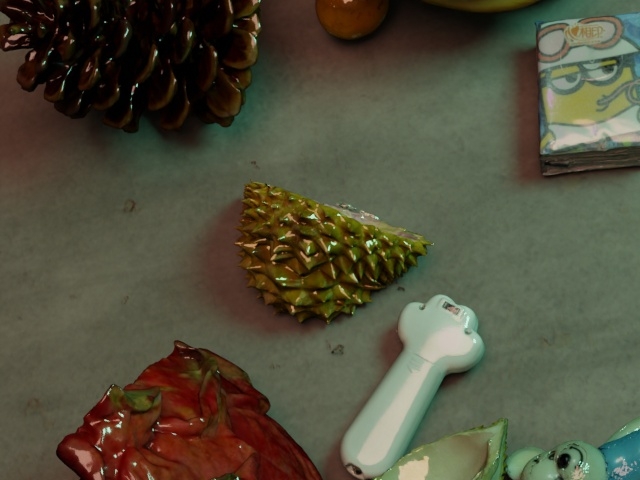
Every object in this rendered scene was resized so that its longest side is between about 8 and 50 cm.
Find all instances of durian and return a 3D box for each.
[{"bbox_3d":[-0.001,-0.002,2.008,0.182,0.165,0.132,41,47,-5],"label":"durian"},{"bbox_3d":[0.096,0.270,1.850,0.144,0.139,0.252,38,49,11],"label":"durian"}]

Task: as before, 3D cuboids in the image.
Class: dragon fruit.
[{"bbox_3d":[-0.082,0.211,1.829,0.286,0.329,0.228,28,71,22],"label":"dragon fruit"}]

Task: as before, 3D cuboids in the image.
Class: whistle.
[{"bbox_3d":[0.290,0.213,1.871,0.235,0.077,0.114,-15,42,5],"label":"whistle"}]

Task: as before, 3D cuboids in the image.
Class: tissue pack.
[{"bbox_3d":[0.276,-0.150,2.019,0.115,0.065,0.155,-4,69,11],"label":"tissue pack"}]

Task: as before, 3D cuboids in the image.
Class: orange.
[{"bbox_3d":[0.034,-0.253,2.113,0.083,0.070,0.083,-9,52,11],"label":"orange"}]

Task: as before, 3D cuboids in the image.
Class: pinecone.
[{"bbox_3d":[-0.198,-0.227,2.045,0.246,0.292,0.246,3,94,48],"label":"pinecone"}]

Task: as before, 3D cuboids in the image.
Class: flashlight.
[{"bbox_3d":[0.087,0.148,1.959,0.093,0.047,0.200,28,80,22],"label":"flashlight"}]

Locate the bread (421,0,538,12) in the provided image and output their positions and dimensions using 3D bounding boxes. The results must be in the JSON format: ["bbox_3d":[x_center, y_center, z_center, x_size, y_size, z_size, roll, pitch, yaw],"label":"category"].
[{"bbox_3d":[0.141,-0.337,2.023,0.315,0.211,0.270,13,31,21],"label":"bread"}]
